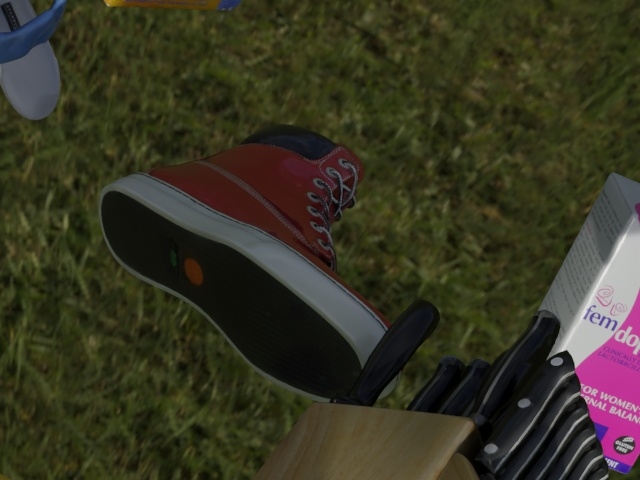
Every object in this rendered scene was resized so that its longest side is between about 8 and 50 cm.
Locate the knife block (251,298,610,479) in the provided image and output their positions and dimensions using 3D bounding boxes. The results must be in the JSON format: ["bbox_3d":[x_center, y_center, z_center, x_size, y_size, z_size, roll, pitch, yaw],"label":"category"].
[{"bbox_3d":[0.013,0.139,0.659,0.276,0.242,0.088,-24,118,-1],"label":"knife block"}]

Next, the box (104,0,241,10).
[{"bbox_3d":[-0.038,-0.158,0.624,0.081,0.136,0.028,-8,63,-46],"label":"box"}]

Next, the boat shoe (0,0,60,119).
[{"bbox_3d":[-0.178,-0.119,0.800,0.035,0.035,0.100,-22,109,-7],"label":"boat shoe"}]

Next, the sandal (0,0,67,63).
[{"bbox_3d":[-0.246,-0.146,0.711,0.138,0.317,0.126,50,58,-40],"label":"sandal"}]

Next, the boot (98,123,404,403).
[{"bbox_3d":[0.000,0.000,0.874,0.176,0.088,0.244,-25,43,-36],"label":"boot"}]

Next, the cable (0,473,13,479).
[{"bbox_3d":[-0.422,0.225,1.373,0.287,0.072,0.139,44,71,1],"label":"cable"}]

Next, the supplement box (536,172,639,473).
[{"bbox_3d":[0.258,0.071,1.188,0.111,0.220,0.114,22,19,-6],"label":"supplement box"}]
